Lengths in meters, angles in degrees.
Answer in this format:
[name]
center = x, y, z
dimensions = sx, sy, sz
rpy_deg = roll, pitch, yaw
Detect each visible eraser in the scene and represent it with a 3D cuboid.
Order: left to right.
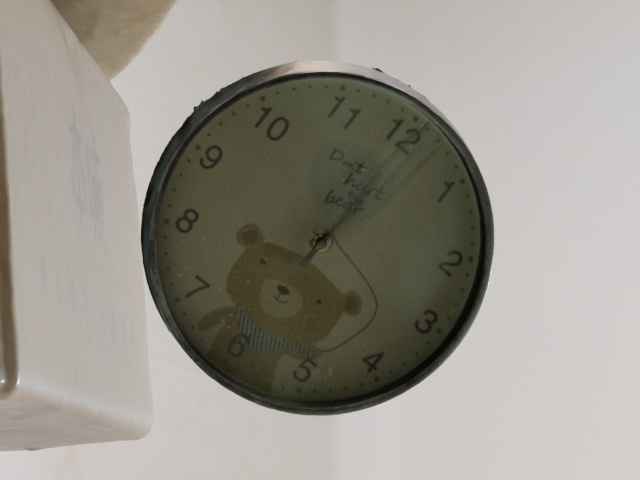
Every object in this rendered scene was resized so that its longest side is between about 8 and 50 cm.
[eraser]
center = -0.115, -0.009, 0.630
dimensions = 0.078, 0.343, 0.144
rpy_deg = -5, -97, 1

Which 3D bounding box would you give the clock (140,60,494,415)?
[clock]
center = 0.000, 0.000, 0.466
dimensions = 0.085, 0.085, 0.017
rpy_deg = -61, -170, 5

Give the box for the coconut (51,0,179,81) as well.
[coconut]
center = -0.173, -0.208, 0.891
dimensions = 0.329, 0.329, 0.329
rpy_deg = -14, -114, 35
